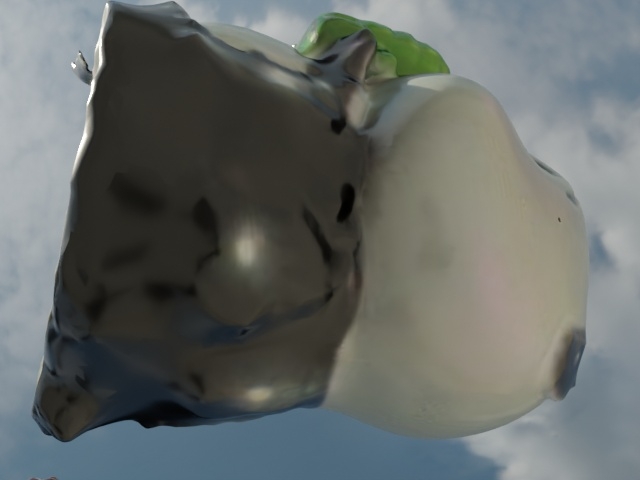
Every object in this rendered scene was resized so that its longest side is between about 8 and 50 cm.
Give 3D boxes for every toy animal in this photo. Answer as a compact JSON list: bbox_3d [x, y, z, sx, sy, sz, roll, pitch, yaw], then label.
[{"bbox_3d":[0.002,-0.009,0.443,0.267,0.212,0.212,3,-108,-16],"label":"toy animal"}]

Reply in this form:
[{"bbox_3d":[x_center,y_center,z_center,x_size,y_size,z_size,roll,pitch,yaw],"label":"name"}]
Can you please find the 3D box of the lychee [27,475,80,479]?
[{"bbox_3d":[-0.317,0.450,0.945,0.424,0.424,0.500,-34,-75,-26],"label":"lychee"}]
